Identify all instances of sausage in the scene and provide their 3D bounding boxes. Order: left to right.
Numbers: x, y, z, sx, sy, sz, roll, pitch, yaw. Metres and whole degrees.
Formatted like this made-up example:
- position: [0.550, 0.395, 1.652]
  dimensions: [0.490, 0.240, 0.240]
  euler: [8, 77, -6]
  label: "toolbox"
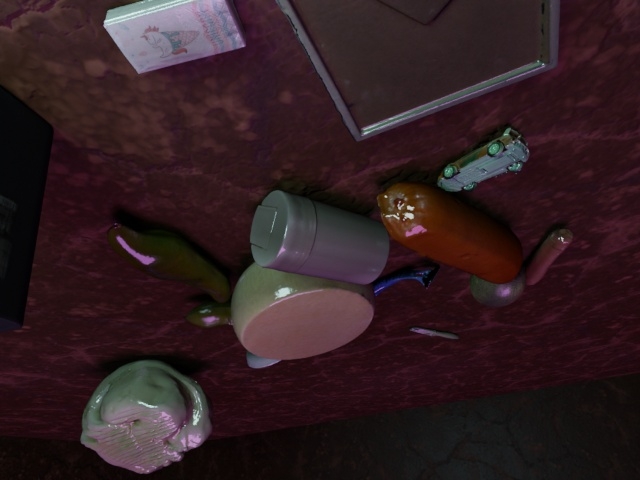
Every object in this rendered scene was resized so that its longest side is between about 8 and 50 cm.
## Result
- position: [0.226, -0.007, 0.684]
  dimensions: [0.348, 0.097, 0.094]
  euler: [18, 151, -36]
  label: "sausage"
- position: [0.438, 0.033, 0.845]
  dimensions: [0.043, 0.043, 0.186]
  euler: [-6, 149, 0]
  label: "sausage"

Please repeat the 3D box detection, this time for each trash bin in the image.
- position: [-0.361, -0.024, 0.412]
  dimensions: [0.165, 0.226, 0.115]
  euler: [-15, 149, 14]
  label: "trash bin"

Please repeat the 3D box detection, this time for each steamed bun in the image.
- position: [-0.488, 0.495, 1.278]
  dimensions: [0.339, 0.247, 0.352]
  euler: [-32, 119, 19]
  label: "steamed bun"

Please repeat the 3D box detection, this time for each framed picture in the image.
- position: [0.080, -0.219, 0.366]
  dimensions: [0.231, 0.024, 0.315]
  euler: [-17, 149, 18]
  label: "framed picture"

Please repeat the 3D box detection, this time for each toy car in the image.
- position: [0.214, -0.100, 0.583]
  dimensions: [0.059, 0.035, 0.121]
  euler: [19, 151, -36]
  label: "toy car"

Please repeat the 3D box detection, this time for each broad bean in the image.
- position: [-0.222, 0.051, 0.726]
  dimensions: [0.075, 0.067, 0.325]
  euler: [-9, 149, 22]
  label: "broad bean"
- position: [-0.129, 0.151, 0.934]
  dimensions: [0.317, 0.056, 0.098]
  euler: [-4, 149, -13]
  label: "broad bean"

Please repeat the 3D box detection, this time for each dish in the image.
- position: [-0.128, 0.238, 1.065]
  dimensions: [0.141, 0.078, 0.141]
  euler: [-21, -168, 5]
  label: "dish"

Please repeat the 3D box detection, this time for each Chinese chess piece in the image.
- position: [-0.031, 0.120, 0.804]
  dimensions: [0.273, 0.102, 0.273]
  euler: [-10, 142, -8]
  label: "Chinese chess piece"

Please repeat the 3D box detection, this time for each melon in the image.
- position: [0.347, 0.081, 0.858]
  dimensions: [0.097, 0.098, 0.131]
  euler: [-4, 151, -4]
  label: "melon"

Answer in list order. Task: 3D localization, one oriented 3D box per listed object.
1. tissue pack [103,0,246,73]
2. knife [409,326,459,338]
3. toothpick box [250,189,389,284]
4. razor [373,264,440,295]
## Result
- position: [-0.125, -0.185, 0.382]
  dimensions: [0.108, 0.023, 0.056]
  euler: [-11, 150, 9]
  label: "tissue pack"
- position: [0.334, 0.271, 1.268]
  dimensions: [0.207, 0.014, 0.030]
  euler: [18, 142, -33]
  label: "knife"
- position: [0.000, 0.000, 0.640]
  dimensions: [0.180, 0.111, 0.111]
  euler: [13, 145, -32]
  label: "toothpick box"
- position: [0.128, 0.104, 0.916]
  dimensions: [0.253, 0.042, 0.082]
  euler: [-28, -175, 35]
  label: "razor"
